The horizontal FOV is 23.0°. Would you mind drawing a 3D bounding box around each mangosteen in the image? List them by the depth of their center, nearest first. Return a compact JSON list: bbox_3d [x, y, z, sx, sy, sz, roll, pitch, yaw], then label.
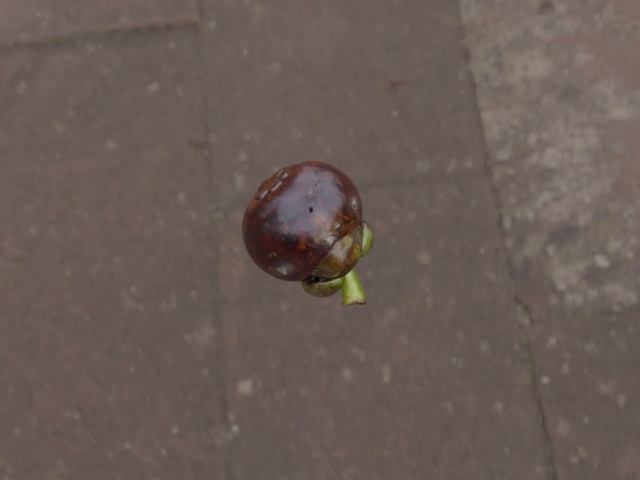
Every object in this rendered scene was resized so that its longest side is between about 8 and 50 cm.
[{"bbox_3d":[0.002,-0.011,1.834,0.181,0.145,0.156,29,18,-10],"label":"mangosteen"}]
